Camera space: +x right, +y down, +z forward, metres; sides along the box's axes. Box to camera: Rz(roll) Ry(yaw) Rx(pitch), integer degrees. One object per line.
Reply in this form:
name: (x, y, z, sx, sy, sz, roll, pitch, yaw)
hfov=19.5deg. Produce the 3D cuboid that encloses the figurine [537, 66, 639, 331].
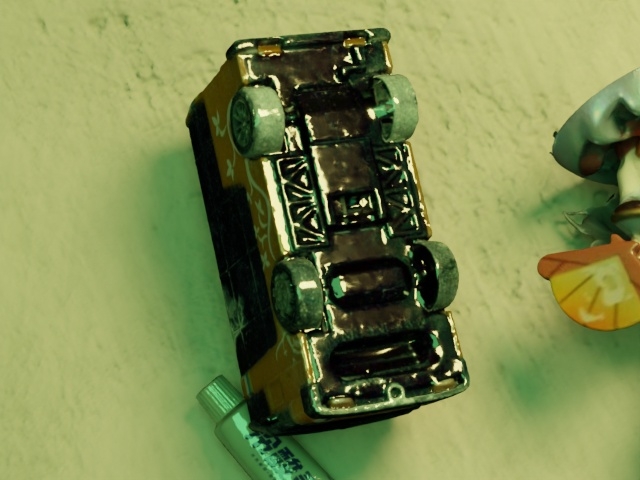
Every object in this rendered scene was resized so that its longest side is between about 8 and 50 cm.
figurine: (0.354, 0.058, 1.576, 0.276, 0.248, 0.388, -27, 69, 0)

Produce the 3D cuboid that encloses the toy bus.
toy bus: (0.000, 0.000, 1.602, 0.161, 0.194, 0.324, -7, 77, -24)

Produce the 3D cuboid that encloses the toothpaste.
toothpaste: (-0.001, 0.238, 1.639, 0.075, 0.048, 0.297, -40, 82, -12)
